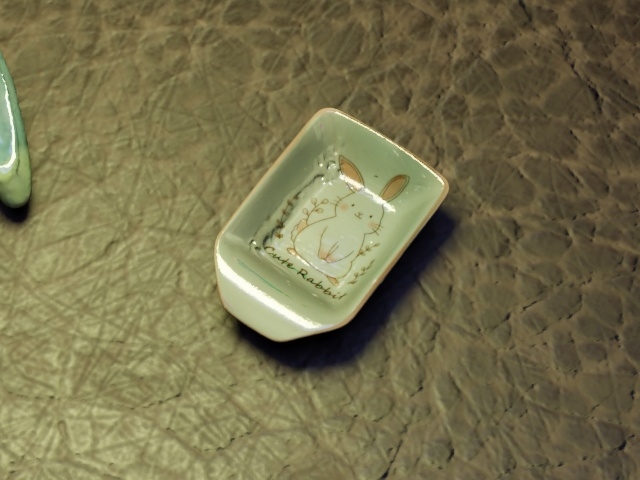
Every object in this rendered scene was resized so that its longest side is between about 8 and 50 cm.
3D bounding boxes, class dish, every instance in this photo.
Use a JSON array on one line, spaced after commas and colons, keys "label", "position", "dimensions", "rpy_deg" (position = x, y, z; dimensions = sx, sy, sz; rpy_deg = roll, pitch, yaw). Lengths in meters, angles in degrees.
[{"label": "dish", "position": [0.000, 0.000, 1.891], "dimensions": [0.154, 0.064, 0.234], "rpy_deg": [34, 66, 12]}]

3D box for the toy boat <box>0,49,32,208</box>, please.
[{"label": "toy boat", "position": [-0.411, -0.144, 1.924], "dimensions": [0.215, 0.123, 0.330], "rpy_deg": [-30, 81, -8]}]
